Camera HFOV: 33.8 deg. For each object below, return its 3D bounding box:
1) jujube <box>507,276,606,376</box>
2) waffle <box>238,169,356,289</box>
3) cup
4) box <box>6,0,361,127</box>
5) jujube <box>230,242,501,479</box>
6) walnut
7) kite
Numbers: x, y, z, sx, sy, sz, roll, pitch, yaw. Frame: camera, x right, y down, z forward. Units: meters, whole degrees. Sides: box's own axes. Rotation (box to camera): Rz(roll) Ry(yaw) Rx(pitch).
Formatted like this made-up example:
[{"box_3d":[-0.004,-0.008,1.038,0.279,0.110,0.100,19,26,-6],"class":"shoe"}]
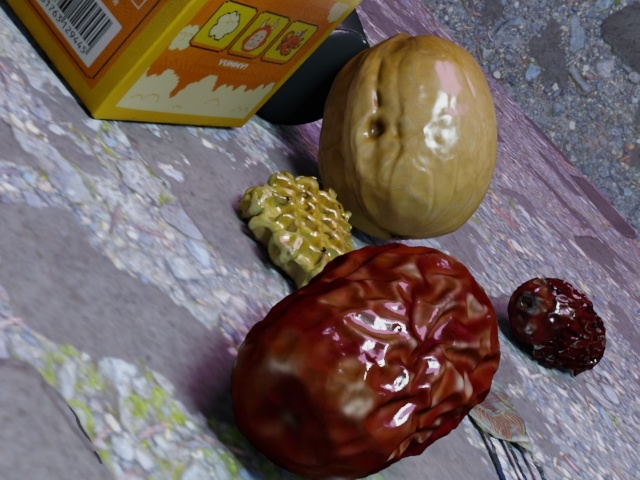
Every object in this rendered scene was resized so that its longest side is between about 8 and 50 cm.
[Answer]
[{"box_3d":[0.290,0.099,1.275,0.166,0.104,0.104,29,24,-47],"class":"jujube"},{"box_3d":[0.000,0.000,0.979,0.160,0.046,0.192,46,20,13],"class":"waffle"},{"box_3d":[-0.051,-0.238,1.196,0.223,0.169,0.176,14,43,-51],"class":"cup"},{"box_3d":[-0.151,-0.279,0.985,0.283,0.214,0.259,53,23,13],"class":"box"},{"box_3d":[0.032,0.085,0.727,0.155,0.155,0.230,47,29,9],"class":"jujube"},{"box_3d":[0.091,-0.110,1.124,0.195,0.222,0.195,1,2,0],"class":"walnut"},{"box_3d":[0.168,0.180,0.995,0.127,0.016,0.229,29,21,-28],"class":"kite"}]
